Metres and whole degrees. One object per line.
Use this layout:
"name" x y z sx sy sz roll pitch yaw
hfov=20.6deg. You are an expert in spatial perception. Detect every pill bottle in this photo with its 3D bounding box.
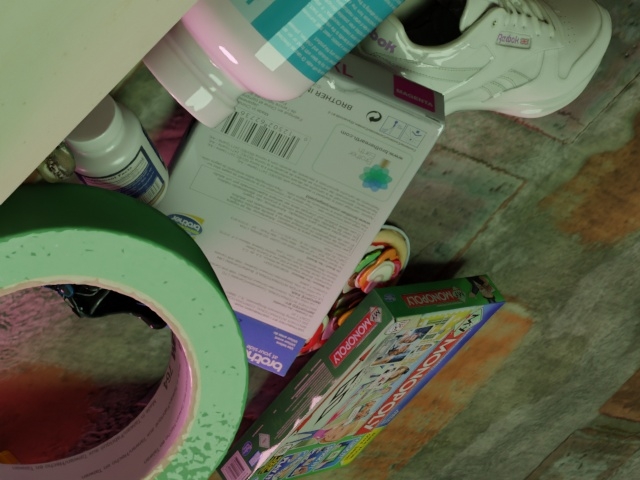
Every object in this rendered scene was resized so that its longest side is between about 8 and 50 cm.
"pill bottle" -0.015 -0.205 1.314 0.264 0.146 0.146 -43 151 8
"pill bottle" -0.170 -0.071 1.418 0.067 0.067 0.120 -35 152 -5

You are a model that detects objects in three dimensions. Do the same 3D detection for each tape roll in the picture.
"tape roll" -0.221 0.111 1.414 0.321 0.077 0.321 -9 123 -15

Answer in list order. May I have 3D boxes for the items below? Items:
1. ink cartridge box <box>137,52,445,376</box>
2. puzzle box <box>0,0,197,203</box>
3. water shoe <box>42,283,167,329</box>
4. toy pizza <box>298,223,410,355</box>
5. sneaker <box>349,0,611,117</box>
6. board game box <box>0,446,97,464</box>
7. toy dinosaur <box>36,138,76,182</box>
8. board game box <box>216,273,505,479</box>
"ink cartridge box" -0.044 -0.033 1.525 0.186 0.065 0.311 23 123 -12
"puzzle box" -0.202 -0.193 1.151 0.409 0.052 0.272 -45 142 6
"water shoe" -0.202 0.019 1.456 0.203 0.080 0.073 13 127 -31
"toy pizza" 0.016 0.061 1.863 0.201 0.032 0.201 -28 150 -17
"sneaker" 0.155 -0.181 1.576 0.305 0.114 0.152 -19 148 -31
"board game box" -0.309 0.316 1.756 0.390 0.050 0.390 -50 164 23
"toy dinosaur" -0.298 -0.081 1.276 0.118 0.064 0.268 -48 146 12
"board game box" 0.045 0.162 1.992 0.213 0.046 0.317 -5 143 -50
